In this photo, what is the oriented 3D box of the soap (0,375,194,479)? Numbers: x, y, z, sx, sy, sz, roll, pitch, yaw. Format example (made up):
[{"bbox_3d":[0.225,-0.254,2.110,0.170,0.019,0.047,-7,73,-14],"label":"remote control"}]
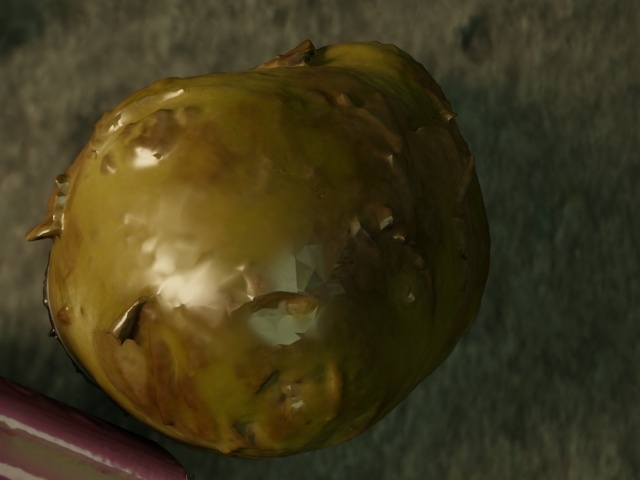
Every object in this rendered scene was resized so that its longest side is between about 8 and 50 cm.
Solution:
[{"bbox_3d":[-0.180,0.106,0.432,0.203,0.122,0.065,29,76,-19],"label":"soap"}]

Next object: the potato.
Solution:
[{"bbox_3d":[0.000,0.000,0.479,0.300,0.196,0.246,-34,100,-23],"label":"potato"}]
